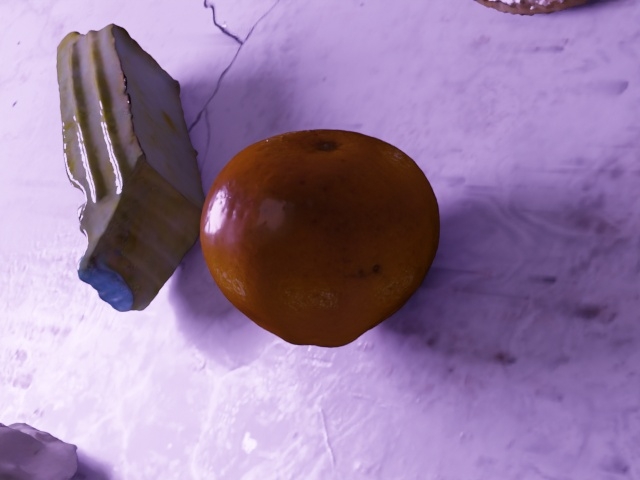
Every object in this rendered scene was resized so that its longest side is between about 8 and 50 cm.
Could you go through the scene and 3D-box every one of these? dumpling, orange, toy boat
[{"bbox_3d":[-0.256,0.183,1.184,0.188,0.108,0.127,-11,32,54],"label":"dumpling"},{"bbox_3d":[0.000,0.000,1.014,0.159,0.159,0.136,34,128,51],"label":"orange"},{"bbox_3d":[-0.153,-0.072,1.247,0.084,0.111,0.276,-31,44,20],"label":"toy boat"}]

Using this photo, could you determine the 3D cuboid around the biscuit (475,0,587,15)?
[{"bbox_3d":[0.182,-0.252,1.099,0.220,0.033,0.219,-26,47,32],"label":"biscuit"}]
